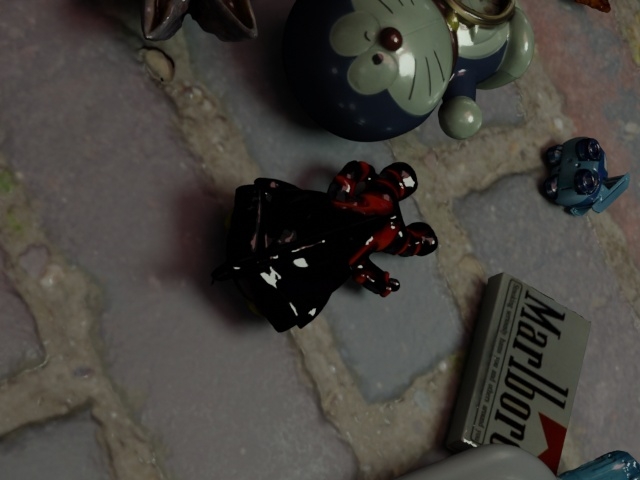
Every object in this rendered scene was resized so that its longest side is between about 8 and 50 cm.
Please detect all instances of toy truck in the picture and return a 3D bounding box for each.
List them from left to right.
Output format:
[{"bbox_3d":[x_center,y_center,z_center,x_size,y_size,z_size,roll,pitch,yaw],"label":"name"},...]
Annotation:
[{"bbox_3d":[0.271,-0.060,1.497,0.090,0.056,0.073,24,68,-39],"label":"toy truck"}]

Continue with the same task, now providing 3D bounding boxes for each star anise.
[{"bbox_3d":[-0.099,-0.241,1.277,0.262,0.081,0.230,16,49,-2],"label":"star anise"}]

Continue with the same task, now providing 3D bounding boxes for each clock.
[{"bbox_3d":[0.079,-0.176,1.355,0.243,0.146,0.199,-21,82,-39],"label":"clock"}]

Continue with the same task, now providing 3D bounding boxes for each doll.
[{"bbox_3d":[-0.001,0.003,1.291,0.248,0.088,0.127,-24,68,-44],"label":"doll"}]

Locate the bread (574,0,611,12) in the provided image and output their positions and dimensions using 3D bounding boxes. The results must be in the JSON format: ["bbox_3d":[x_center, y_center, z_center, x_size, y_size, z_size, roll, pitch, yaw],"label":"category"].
[{"bbox_3d":[0.238,-0.364,1.551,0.139,0.095,0.269,-46,115,-31],"label":"bread"}]

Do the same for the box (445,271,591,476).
[{"bbox_3d":[0.186,0.132,1.390,0.115,0.036,0.177,31,61,-24],"label":"box"}]

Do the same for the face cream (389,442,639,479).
[{"bbox_3d":[0.139,0.260,1.276,0.336,0.080,0.163,-16,92,-28],"label":"face cream"}]
